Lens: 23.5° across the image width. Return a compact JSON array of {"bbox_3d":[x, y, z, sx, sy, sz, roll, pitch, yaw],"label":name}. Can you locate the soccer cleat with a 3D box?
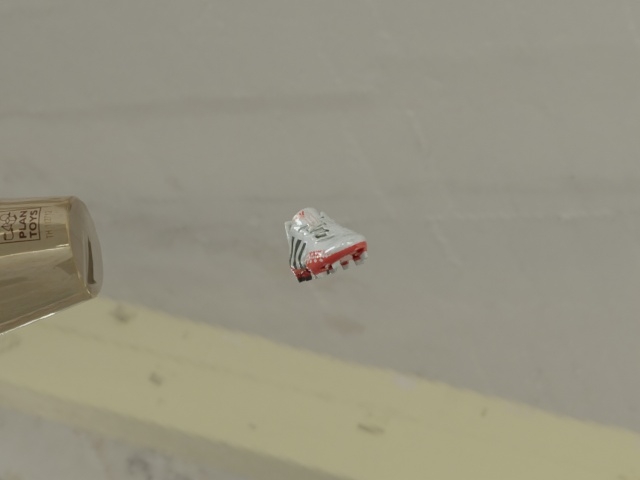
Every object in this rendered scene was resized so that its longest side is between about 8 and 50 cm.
[{"bbox_3d":[0.000,0.000,0.761,0.083,0.029,0.035,160,-88,-74],"label":"soccer cleat"}]

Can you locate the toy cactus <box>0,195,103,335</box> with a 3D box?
[{"bbox_3d":[-0.164,0.011,0.498,0.181,0.219,0.112,-12,-48,8],"label":"toy cactus"}]
